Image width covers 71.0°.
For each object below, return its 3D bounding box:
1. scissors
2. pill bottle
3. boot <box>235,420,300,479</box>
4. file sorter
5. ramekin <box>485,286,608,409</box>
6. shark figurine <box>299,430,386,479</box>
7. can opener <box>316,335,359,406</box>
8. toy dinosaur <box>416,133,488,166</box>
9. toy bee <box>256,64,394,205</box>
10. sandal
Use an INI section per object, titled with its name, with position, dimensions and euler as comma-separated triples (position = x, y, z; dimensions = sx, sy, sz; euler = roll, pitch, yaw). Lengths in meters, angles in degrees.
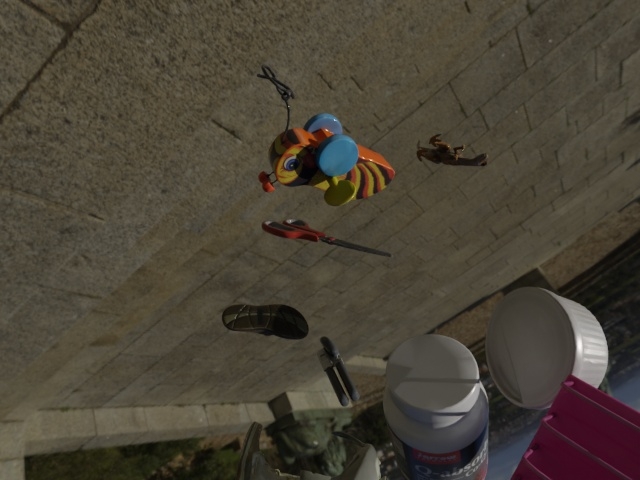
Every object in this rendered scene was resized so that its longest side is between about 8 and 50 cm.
[scissors]
position = 0.000, 0.000, 0.925
dimensions = 0.109, 0.297, 0.021
euler = -10, 114, -45
[pill bottle]
position = 0.245, 0.379, 0.950
dimensions = 0.210, 0.210, 0.363
euler = -23, 128, -8
[boot]
position = -0.130, 0.590, 1.154
dimensions = 0.165, 0.213, 0.077
euler = 13, 152, -7
[file sorter]
position = 0.417, 0.395, 0.711
dimensions = 0.182, 0.202, 0.290
euler = 22, 96, -52
[ramekin]
position = 0.513, 0.245, 1.021
dimensions = 0.127, 0.273, 0.273
euler = 10, 135, -17
[shark figurine]
position = 0.028, 0.339, 0.626
dimensions = 0.278, 0.116, 0.166
euler = -51, 163, -63
[can opener]
position = 0.047, 0.434, 1.530
dimensions = 0.076, 0.283, 0.095
euler = -25, 116, -6
[toy dinosaur]
position = 0.248, -0.184, 0.955
dimensions = 0.112, 0.211, 0.064
euler = 15, 102, -44
[toy bee]
position = -0.023, -0.140, 0.759
dimensions = 0.298, 0.195, 0.162
euler = 36, 112, -20
[sandal]
position = -0.139, 0.211, 1.136
dimensions = 0.219, 0.090, 0.060
euler = 5, 147, -14
